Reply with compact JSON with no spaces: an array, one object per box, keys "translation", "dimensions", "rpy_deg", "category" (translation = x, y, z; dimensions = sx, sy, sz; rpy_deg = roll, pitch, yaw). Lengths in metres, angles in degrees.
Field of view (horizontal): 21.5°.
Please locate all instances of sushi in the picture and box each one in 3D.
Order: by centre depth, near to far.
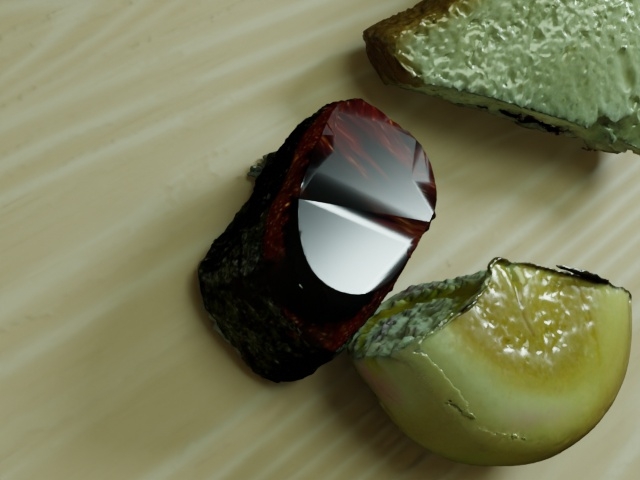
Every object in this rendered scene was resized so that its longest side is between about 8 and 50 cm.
[{"translation":[0.000,0.000,1.311],"dimensions":[0.136,0.126,0.225],"rpy_deg":[35,44,-12],"category":"sushi"}]

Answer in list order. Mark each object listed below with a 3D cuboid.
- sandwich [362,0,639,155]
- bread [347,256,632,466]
[{"translation":[0.209,-0.156,1.521],"dimensions":[0.288,0.099,0.254],"rpy_deg":[-33,113,-14],"category":"sandwich"},{"translation":[0.129,0.103,1.327],"dimensions":[0.260,0.158,0.156],"rpy_deg":[12,70,-34],"category":"bread"}]
